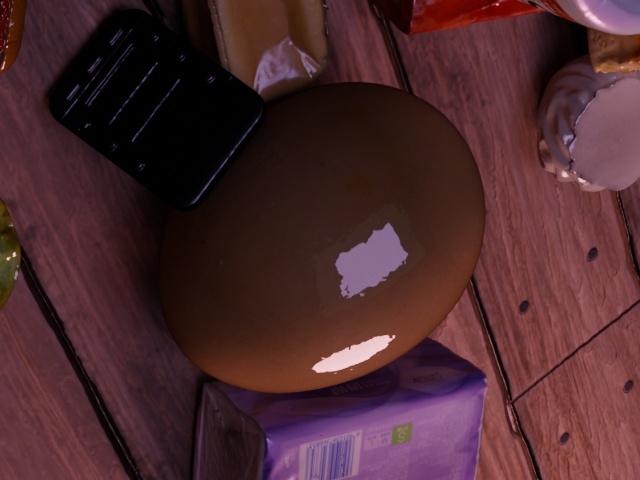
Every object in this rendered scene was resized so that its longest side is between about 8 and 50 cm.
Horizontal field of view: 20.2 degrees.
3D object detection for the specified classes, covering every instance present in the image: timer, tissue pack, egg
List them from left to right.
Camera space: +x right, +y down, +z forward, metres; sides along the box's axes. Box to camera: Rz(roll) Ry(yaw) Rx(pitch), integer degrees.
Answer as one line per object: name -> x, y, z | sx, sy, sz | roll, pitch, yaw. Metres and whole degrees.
timer -> -0.163, -0.132, 1.809 | 0.144, 0.187, 0.055 | -53, 171, -4
egg -> 0.000, 0.000, 1.902 | 0.374, 0.301, 0.301 | -36, 130, -3
tissue pack -> 0.024, 0.264, 2.143 | 0.338, 0.160, 0.242 | -9, 118, -35

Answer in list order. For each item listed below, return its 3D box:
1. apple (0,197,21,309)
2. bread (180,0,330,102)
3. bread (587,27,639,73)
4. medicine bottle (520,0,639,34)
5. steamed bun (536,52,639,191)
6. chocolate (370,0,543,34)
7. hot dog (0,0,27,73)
apple -> -0.411, 0.010, 1.628 | 0.246, 0.246, 0.226 | -47, 126, -10
bread -> -0.076, -0.268, 1.842 | 0.136, 0.107, 0.241 | -26, 125, -22
bread -> 0.403, -0.334, 2.121 | 0.184, 0.114, 0.275 | -4, 94, -38
medicine bottle -> 0.263, -0.357, 1.829 | 0.252, 0.241, 0.253 | -17, 120, -31
steamed bun -> 0.336, -0.148, 2.220 | 0.182, 0.106, 0.183 | -12, 115, -27
chocolate -> 0.166, -0.363, 1.983 | 0.234, 0.108, 0.237 | -15, 118, -31
hot dog -> -0.312, -0.251, 1.699 | 0.092, 0.062, 0.236 | -9, 117, -38
